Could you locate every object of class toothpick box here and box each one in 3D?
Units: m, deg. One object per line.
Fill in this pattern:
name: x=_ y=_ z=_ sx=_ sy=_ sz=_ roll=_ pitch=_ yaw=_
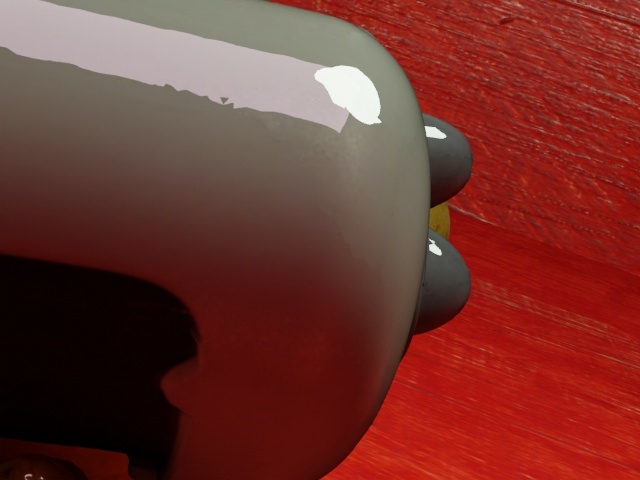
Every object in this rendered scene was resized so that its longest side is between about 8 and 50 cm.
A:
toothpick box: x=-0.090 y=-0.018 z=0.793 sx=0.316 sy=0.229 sz=0.229 roll=10 pitch=9 yaw=-10

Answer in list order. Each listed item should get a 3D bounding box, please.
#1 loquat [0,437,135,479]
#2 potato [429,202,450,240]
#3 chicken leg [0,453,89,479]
loquat: x=-0.121 y=0.026 z=0.988 sx=0.213 sy=0.213 sz=0.213 roll=19 pitch=7 yaw=-3
potato: x=0.000 y=0.000 z=1.682 sx=0.203 sy=0.178 sz=0.158 roll=33 pitch=24 yaw=-2
chicken leg: x=-0.071 y=0.136 z=0.761 sx=0.101 sy=0.085 sz=0.207 roll=-17 pitch=-24 yaw=35
